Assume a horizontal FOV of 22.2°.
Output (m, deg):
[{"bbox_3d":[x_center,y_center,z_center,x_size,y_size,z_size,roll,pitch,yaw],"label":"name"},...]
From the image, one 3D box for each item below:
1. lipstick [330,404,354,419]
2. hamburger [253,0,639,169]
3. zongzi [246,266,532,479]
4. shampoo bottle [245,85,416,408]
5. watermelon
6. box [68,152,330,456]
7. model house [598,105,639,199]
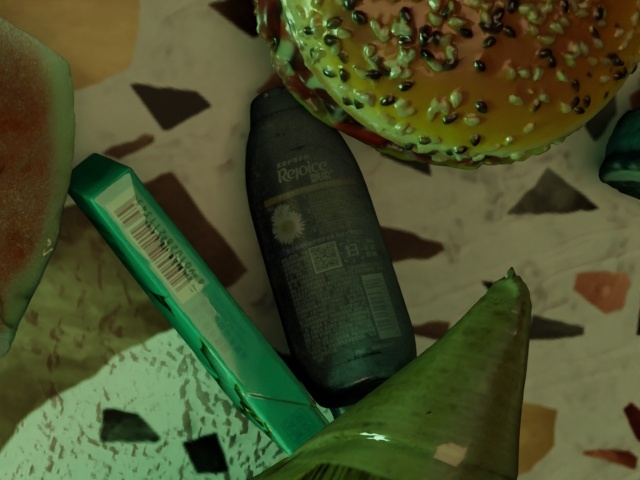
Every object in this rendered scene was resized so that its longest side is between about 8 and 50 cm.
[{"bbox_3d":[0.059,0.149,1.232,0.076,0.077,0.290,-29,103,-9],"label":"lipstick"},{"bbox_3d":[0.099,-0.190,1.140,0.300,0.176,0.300,-2,97,-14],"label":"hamburger"},{"bbox_3d":[-0.123,0.209,1.089,0.500,0.218,0.467,11,88,21],"label":"zongzi"},{"bbox_3d":[0.000,0.000,1.150,0.087,0.049,0.234,-16,69,-5],"label":"shampoo bottle"},{"bbox_3d":[-0.294,-0.012,1.055,0.224,0.180,0.305,17,76,4],"label":"watermelon"},{"bbox_3d":[-0.090,0.042,1.134,0.042,0.161,0.226,-39,106,-8],"label":"box"},{"bbox_3d":[0.381,-0.127,1.204,0.184,0.253,0.291,38,71,-29],"label":"model house"}]
